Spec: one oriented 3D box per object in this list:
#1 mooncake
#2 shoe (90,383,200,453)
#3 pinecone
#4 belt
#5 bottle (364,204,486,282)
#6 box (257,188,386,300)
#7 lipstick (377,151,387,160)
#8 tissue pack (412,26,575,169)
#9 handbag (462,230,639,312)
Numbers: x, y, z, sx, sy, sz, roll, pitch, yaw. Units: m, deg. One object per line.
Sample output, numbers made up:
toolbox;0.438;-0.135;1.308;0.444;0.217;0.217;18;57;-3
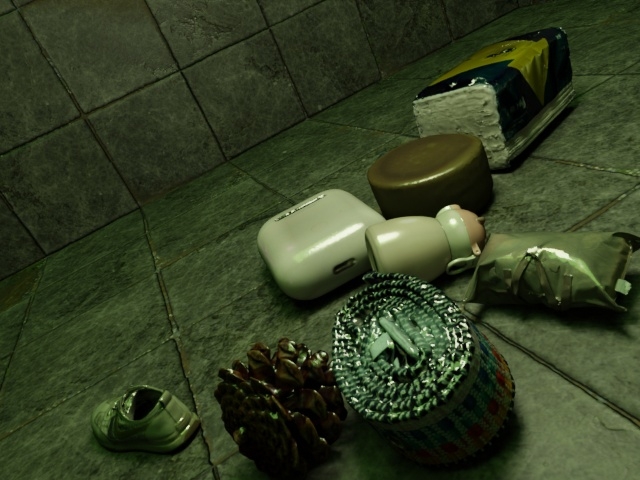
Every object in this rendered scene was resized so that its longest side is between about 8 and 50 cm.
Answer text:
mooncake;0.268;-0.141;1.260;0.284;0.156;0.284;-19;25;9
shoe;-0.351;0.326;0.977;0.274;0.098;0.103;-11;24;31
pinecone;-0.050;0.238;0.765;0.207;0.208;0.208;-21;25;10
belt;0.136;0.180;0.746;0.207;0.160;0.295;-46;26;-4
bottle;0.217;0.010;1.029;0.236;0.148;0.147;-17;24;-1
box;-0.001;-0.001;1.249;0.288;0.141;0.349;-29;24;-6
lipstick;0.192;-0.201;1.580;0.053;0.053;0.234;-15;27;21
tissue pack;0.495;-0.391;1.436;0.416;0.253;0.264;-38;27;-30
handbag;0.367;0.048;0.843;0.270;0.117;0.182;2;44;44
